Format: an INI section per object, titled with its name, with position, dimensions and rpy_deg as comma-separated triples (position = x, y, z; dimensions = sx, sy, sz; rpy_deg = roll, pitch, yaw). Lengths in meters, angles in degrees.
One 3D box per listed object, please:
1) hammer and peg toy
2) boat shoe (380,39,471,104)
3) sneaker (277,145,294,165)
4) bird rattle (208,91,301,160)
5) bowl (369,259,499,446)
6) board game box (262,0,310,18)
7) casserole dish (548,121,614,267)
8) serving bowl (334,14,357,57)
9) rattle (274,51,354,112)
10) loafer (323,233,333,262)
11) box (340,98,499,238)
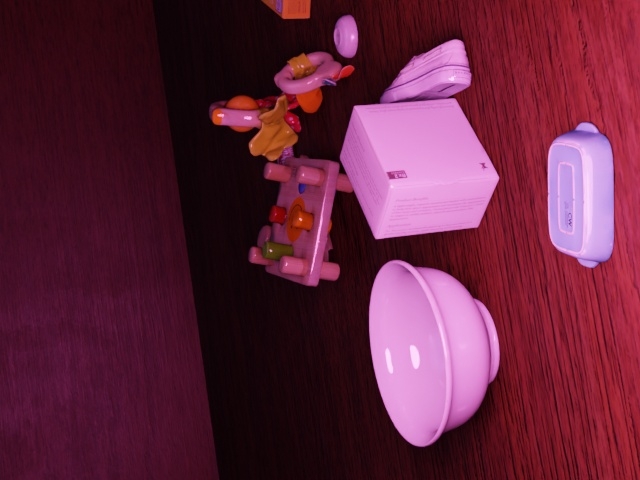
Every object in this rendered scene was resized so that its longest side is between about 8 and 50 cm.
[hammer and peg toy]
position = -0.063, -0.055, 2.276
dimensions = 0.361, 0.127, 0.266
rpy_deg = -164, 85, -66
[boat shoe]
position = 0.172, -0.261, 1.728
dimensions = 0.226, 0.083, 0.076
rpy_deg = -11, 74, 60
[sneaker]
position = -0.077, -0.202, 2.493
dimensions = 0.067, 0.042, 0.118
rpy_deg = -111, 16, -46
[bird rattle]
position = -0.138, -0.284, 2.349
dimensions = 0.253, 0.206, 0.143
rpy_deg = -93, 9, -65
[bowl]
position = 0.191, 0.169, 1.710
dimensions = 0.298, 0.134, 0.298
rpy_deg = 172, 90, -71
[board game box]
position = -0.099, -0.644, 2.367
dimensions = 0.316, 0.064, 0.242
rpy_deg = -129, 37, -57
[casserole dish]
position = 0.329, -0.056, 1.385
dimensions = 0.114, 0.037, 0.188
rpy_deg = -153, 57, -68
[serving bowl]
position = 0.045, -0.396, 2.097
dimensions = 0.083, 0.027, 0.083
rpy_deg = 172, 90, -71
[rattle]
position = 0.008, -0.299, 2.182
dimensions = 0.199, 0.130, 0.143
rpy_deg = 15, 125, 42
[loafer]
position = 0.000, 0.000, 2.337
dimensions = 0.056, 0.050, 0.148
rpy_deg = -173, 93, -66
[box]
position = 0.148, -0.113, 1.663
dimensions = 0.119, 0.180, 0.182
rpy_deg = 106, 151, -47
